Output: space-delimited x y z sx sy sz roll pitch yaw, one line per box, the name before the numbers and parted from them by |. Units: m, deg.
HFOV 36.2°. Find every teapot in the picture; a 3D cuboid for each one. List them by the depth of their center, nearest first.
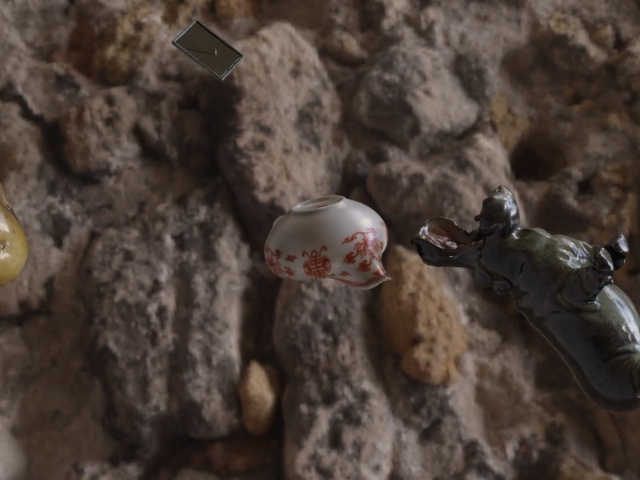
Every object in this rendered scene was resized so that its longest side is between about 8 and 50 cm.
teapot | 0.000 0.000 1.278 0.245 0.159 0.116 11 -51 64

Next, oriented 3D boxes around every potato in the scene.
potato | -0.461 -0.030 1.267 0.150 0.146 0.234 26 23 -53

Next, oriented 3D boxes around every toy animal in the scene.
toy animal | 0.275 0.050 1.135 0.106 0.343 0.168 -32 158 -50

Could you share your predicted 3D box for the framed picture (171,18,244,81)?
framed picture | -0.158 -0.268 1.381 0.066 0.089 0.007 -56 -175 -38
